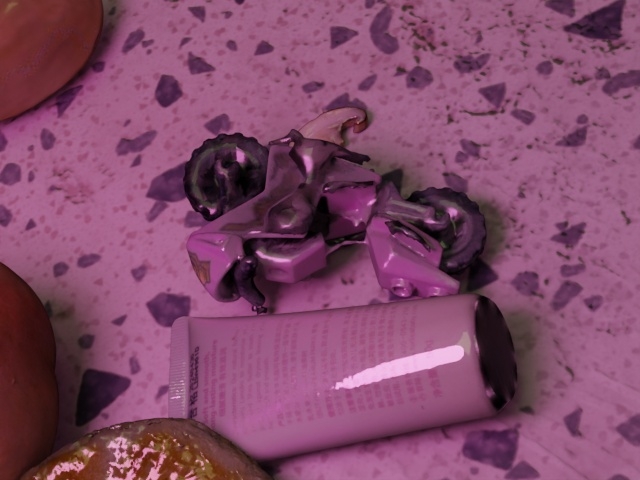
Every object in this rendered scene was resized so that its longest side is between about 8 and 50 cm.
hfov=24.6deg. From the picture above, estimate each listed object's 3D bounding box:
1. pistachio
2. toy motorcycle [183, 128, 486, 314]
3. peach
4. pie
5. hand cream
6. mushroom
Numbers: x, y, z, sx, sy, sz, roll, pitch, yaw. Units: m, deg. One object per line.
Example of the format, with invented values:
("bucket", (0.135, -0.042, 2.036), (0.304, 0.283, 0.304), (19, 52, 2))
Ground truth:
("pistachio", (-0.397, -0.231, 1.749), (0.293, 0.162, 0.181), (-31, 93, -7))
("toy motorcycle", (0.000, 0.000, 1.514), (0.327, 0.143, 0.188), (15, 62, 10))
("peach", (-0.380, 0.143, 1.452), (0.247, 0.292, 0.292), (11, 64, 5))
("pie", (-0.170, 0.320, 1.381), (0.323, 0.070, 0.323), (0, 75, -1))
("hand cream", (0.011, 0.138, 1.458), (0.359, 0.118, 0.185), (-10, 64, 19))
("mushroom", (0.007, -0.120, 1.649), (0.101, 0.019, 0.049), (-25, 56, 4))
